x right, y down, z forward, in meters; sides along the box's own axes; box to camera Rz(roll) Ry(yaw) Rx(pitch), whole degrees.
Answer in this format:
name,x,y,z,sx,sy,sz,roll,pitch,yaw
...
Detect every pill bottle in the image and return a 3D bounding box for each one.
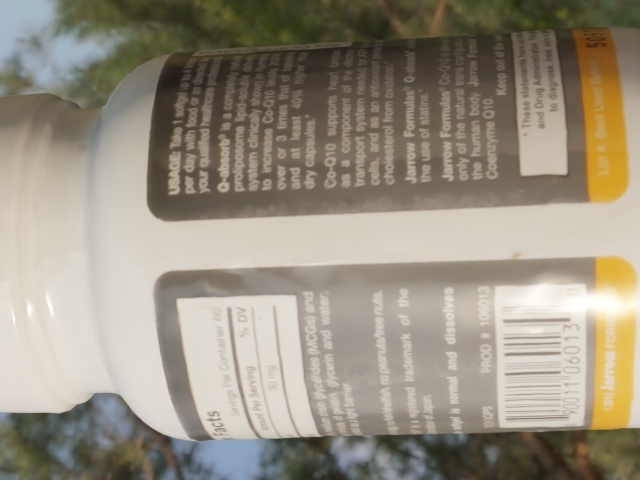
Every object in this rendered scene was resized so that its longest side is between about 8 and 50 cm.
name,x,y,z,sx,sy,sz,roll,pitch,yaw
pill bottle,0.000,0.000,0.594,0.279,0.162,0.162,-2,-162,7
